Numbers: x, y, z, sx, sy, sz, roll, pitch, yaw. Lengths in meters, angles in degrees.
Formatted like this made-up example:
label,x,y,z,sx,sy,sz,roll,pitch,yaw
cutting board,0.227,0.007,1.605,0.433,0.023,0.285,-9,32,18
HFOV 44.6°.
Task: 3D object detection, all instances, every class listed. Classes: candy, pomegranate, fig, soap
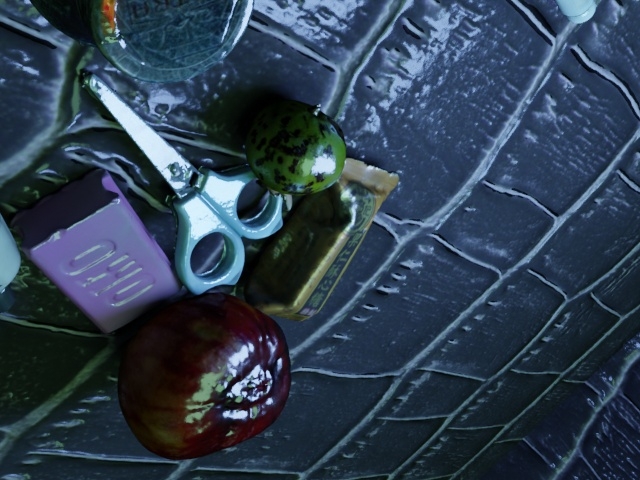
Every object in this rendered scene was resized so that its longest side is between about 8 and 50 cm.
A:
label,x,y,z,sx,sy,sz,roll,pitch,yaw
candy,0.000,0.000,1.090,0.271,0.101,0.143,-53,148,13
pomegranate,-0.036,-0.096,0.932,0.122,0.122,0.161,-11,145,-32
fig,-0.156,0.178,1.023,0.224,0.223,0.263,-7,160,-35
soap,-0.255,0.019,0.916,0.122,0.065,0.203,-32,146,-7

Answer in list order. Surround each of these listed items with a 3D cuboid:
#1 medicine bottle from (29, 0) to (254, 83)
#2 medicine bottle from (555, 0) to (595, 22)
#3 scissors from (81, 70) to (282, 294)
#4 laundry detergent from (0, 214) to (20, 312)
label,x,y,z,sx,sy,sz,roll,pitch,yaw
medicine bottle,-0.152,-0.224,0.525,0.142,0.293,0.141,-23,144,-19
medicine bottle,0.336,-0.328,1.040,0.047,0.047,0.083,-45,145,12
scissors,-0.161,-0.074,0.906,0.191,0.029,0.360,-52,139,-11
laundry detergent,-0.367,0.000,0.792,0.099,0.070,0.225,-13,142,-7
